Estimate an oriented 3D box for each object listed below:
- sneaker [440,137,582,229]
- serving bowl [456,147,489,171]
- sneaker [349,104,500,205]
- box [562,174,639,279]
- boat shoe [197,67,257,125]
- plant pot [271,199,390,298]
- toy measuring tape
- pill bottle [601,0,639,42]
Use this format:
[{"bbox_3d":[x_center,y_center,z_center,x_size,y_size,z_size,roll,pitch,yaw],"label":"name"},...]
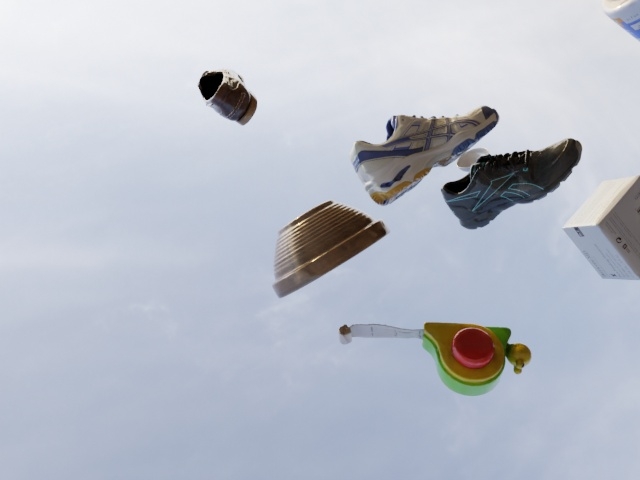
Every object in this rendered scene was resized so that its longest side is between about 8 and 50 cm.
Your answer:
[{"bbox_3d":[0.340,-0.114,1.008,0.106,0.267,0.101,45,-140,-13],"label":"sneaker"},{"bbox_3d":[0.384,-0.197,1.379,0.027,0.083,0.083,57,-145,-29],"label":"serving bowl"},{"bbox_3d":[0.188,-0.187,0.984,0.296,0.112,0.131,-32,-98,-18],"label":"sneaker"},{"bbox_3d":[0.722,-0.029,1.324,0.182,0.119,0.181,-45,-81,-13],"label":"box"},{"bbox_3d":[-0.165,-0.251,0.909,0.073,0.073,0.207,24,-168,-32],"label":"boat shoe"},{"bbox_3d":[0.000,0.000,1.006,0.237,0.237,0.110,-29,-92,-40],"label":"plant pot"},{"bbox_3d":[0.192,0.203,0.945,0.330,0.121,0.121,1,-135,8],"label":"toy measuring tape"},{"bbox_3d":[0.723,-0.451,1.113,0.272,0.152,0.152,29,-137,-16],"label":"pill bottle"}]
